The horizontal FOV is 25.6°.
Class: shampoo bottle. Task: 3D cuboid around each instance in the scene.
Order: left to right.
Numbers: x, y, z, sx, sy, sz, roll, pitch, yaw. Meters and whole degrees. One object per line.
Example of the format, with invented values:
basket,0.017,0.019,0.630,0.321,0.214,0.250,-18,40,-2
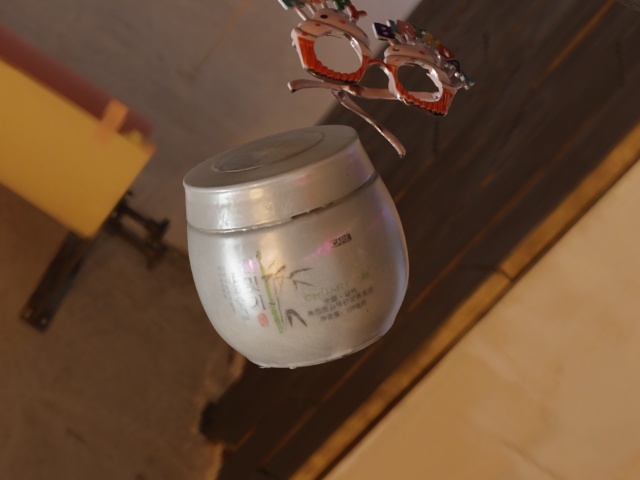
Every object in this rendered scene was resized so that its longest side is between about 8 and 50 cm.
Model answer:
shampoo bottle,-0.033,0.002,1.781,0.273,0.273,0.266,-54,-49,-60

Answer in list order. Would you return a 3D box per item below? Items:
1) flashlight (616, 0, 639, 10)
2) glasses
flashlight,0.594,-0.322,2.030,0.103,0.103,0.424,5,-160,-45
glasses,0.058,-0.199,1.612,0.255,0.095,0.162,20,-130,-19
